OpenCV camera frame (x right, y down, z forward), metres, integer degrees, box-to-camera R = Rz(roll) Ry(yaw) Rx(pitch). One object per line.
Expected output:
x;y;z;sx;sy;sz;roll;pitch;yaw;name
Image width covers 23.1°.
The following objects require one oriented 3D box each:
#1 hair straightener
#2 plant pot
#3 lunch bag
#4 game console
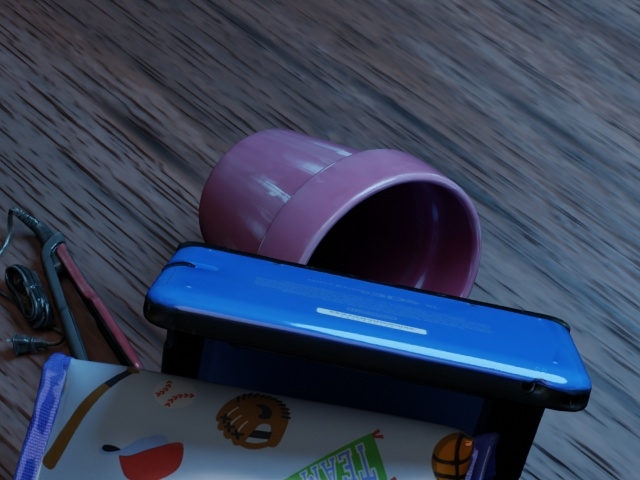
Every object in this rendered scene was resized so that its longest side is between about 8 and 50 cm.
-0.232;0.058;1.342;0.089;0.047;0.230;-25;56;-15;hair straightener
0.000;0.000;1.293;0.201;0.201;0.180;-35;44;-20;plant pot
-0.065;0.299;1.052;0.328;0.239;0.385;10;71;11;lunch bag
0.021;0.116;1.111;0.293;0.173;0.250;11;11;1;game console
